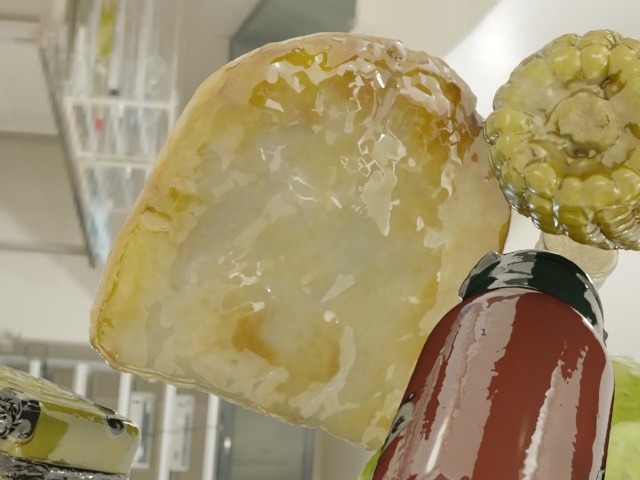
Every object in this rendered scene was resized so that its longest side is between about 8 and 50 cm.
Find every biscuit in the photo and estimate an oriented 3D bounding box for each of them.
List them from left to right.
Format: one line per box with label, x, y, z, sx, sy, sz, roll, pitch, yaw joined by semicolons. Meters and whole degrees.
biscuit;0.000;0.000;1.306;0.104;0.429;0.446;38;-70;65

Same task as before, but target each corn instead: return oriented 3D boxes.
corn;0.195;-0.055;0.837;0.344;0.131;0.131;12;81;-72

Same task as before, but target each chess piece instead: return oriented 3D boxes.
chess piece;0.273;0.058;1.444;0.170;0.094;0.094;107;-11;-47

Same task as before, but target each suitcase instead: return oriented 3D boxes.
suitcase;-0.306;0.198;1.179;0.235;0.194;0.143;30;81;-58

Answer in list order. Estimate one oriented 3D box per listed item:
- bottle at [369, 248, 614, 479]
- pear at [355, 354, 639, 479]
bottle;0.115;0.122;0.796;0.336;0.144;0.144;-62;162;-54
pear;0.207;0.272;1.078;0.391;0.391;0.391;-176;-90;-88
